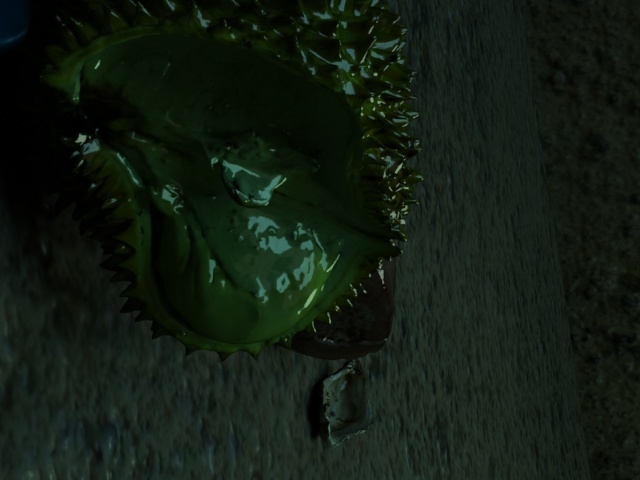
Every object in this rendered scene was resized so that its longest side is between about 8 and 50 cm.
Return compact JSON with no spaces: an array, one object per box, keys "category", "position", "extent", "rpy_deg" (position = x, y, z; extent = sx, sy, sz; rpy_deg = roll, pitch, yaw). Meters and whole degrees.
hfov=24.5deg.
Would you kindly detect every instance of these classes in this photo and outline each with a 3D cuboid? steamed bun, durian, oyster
[{"category":"steamed bun","position":[0.000,0.000,1.063],"extent":[0.175,0.106,0.145],"rpy_deg":[82,4,-60]},{"category":"durian","position":[-0.051,-0.067,0.731],"extent":[0.237,0.200,0.176],"rpy_deg":[65,0,-47]},{"category":"oyster","position":[0.017,0.132,1.179],"extent":[0.051,0.034,0.093],"rpy_deg":[65,31,-6]}]

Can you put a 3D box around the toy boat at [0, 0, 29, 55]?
[{"category":"toy boat","position":[-0.195,-0.110,0.517],"extent":[0.299,0.062,0.096],"rpy_deg":[-1,85,-73]}]
